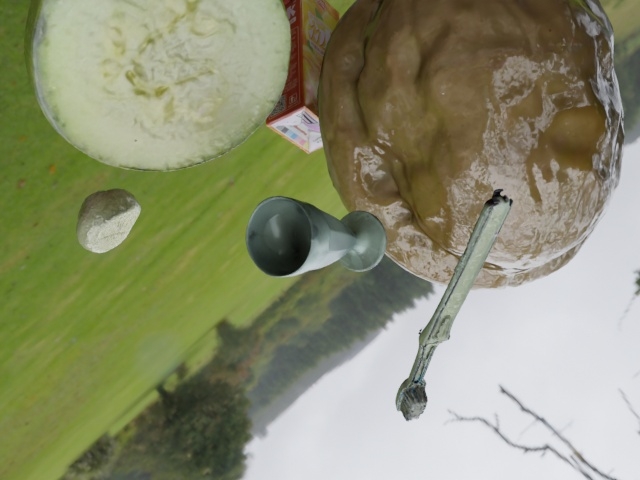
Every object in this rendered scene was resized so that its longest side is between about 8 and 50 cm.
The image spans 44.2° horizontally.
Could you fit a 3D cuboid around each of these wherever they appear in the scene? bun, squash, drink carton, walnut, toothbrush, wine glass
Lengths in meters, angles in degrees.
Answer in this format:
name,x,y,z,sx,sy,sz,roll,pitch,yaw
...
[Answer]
name,x,y,z,sx,sy,sz,roll,pitch,yaw
bun,-0.341,-0.036,1.242,0.115,0.069,0.115,-46,166,-15
squash,-0.149,-0.179,0.755,0.252,0.252,0.049,-42,-143,3
drink carton,-0.022,-0.242,1.088,0.071,0.223,0.096,-21,147,33
walnut,0.183,-0.145,0.915,0.383,0.384,0.383,-42,174,-5
toothbrush,0.102,0.065,0.645,0.026,0.028,0.294,-6,137,-17
wine glass,0.000,0.000,0.754,0.073,0.073,0.155,-44,158,20
